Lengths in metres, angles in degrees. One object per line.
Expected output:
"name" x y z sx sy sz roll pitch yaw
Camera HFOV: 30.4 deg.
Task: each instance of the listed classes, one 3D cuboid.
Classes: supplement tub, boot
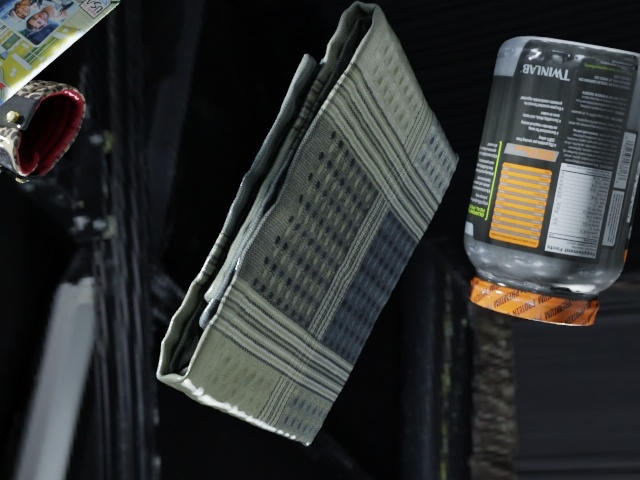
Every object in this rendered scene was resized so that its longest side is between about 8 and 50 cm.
"supplement tub" 0.167 -0.042 0.836 0.117 0.117 0.190 -7 -72 -68
"boot" -0.536 -0.150 1.656 0.377 0.284 0.138 -50 -31 -54

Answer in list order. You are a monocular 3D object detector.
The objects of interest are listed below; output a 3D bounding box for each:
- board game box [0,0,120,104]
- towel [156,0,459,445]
"board game box" -0.376 -0.270 1.129 0.317 0.213 0.046 41 -165 -43
"towel" 0.000 0.000 0.941 0.312 0.056 0.324 -62 -23 -9
